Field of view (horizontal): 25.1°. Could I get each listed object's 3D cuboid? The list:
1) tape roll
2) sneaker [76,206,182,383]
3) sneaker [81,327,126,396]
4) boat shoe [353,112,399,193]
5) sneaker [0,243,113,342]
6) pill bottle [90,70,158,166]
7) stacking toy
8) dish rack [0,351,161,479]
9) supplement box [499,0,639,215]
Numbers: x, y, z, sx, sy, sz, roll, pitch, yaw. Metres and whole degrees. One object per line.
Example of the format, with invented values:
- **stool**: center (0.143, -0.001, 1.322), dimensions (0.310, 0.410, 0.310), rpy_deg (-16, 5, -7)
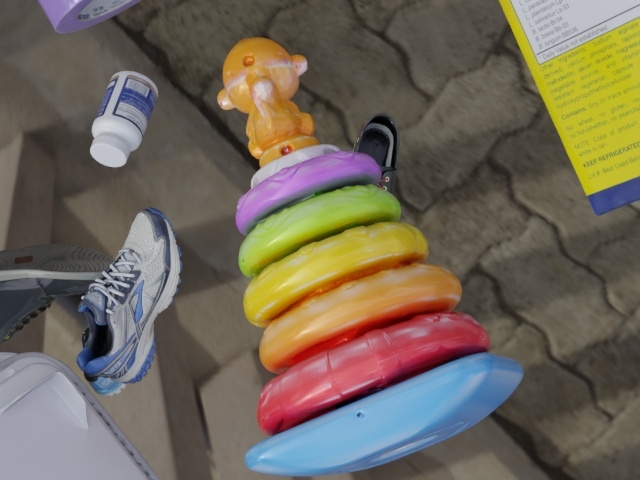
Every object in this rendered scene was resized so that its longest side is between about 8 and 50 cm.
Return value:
- **tape roll**: center (-0.271, -0.342, 1.811), dimensions (0.189, 0.189, 0.080), rpy_deg (-31, 91, 0)
- **sneaker**: center (-0.143, 0.041, 1.046), dimensions (0.058, 0.052, 0.135), rpy_deg (5, 103, -42)
- **sneaker**: center (-0.275, 0.118, 1.873), dimensions (0.063, 0.073, 0.162), rpy_deg (-2, 72, 18)
- **boat shoe**: center (0.048, -0.061, 1.394), dimensions (0.049, 0.042, 0.133), rpy_deg (12, 66, -7)
- **sneaker**: center (-0.388, 0.075, 1.958), dimensions (0.222, 0.083, 0.118), rpy_deg (-2, 118, -1)
- **pill bottle**: center (-0.260, -0.158, 1.882), dimensions (0.067, 0.067, 0.120), rpy_deg (26, 56, -15)
- **stacking toy**: center (0.000, 0.000, 0.965), dimensions (0.175, 0.166, 0.302), rpy_deg (-25, 77, 12)
- **dish rack**: center (-0.203, 0.227, 0.929), dimensions (0.285, 0.333, 0.072), rpy_deg (52, 130, 2)
- **supplement box**: center (0.340, -0.239, 1.511), dimensions (0.195, 0.194, 0.356), rpy_deg (-26, 93, -44)
